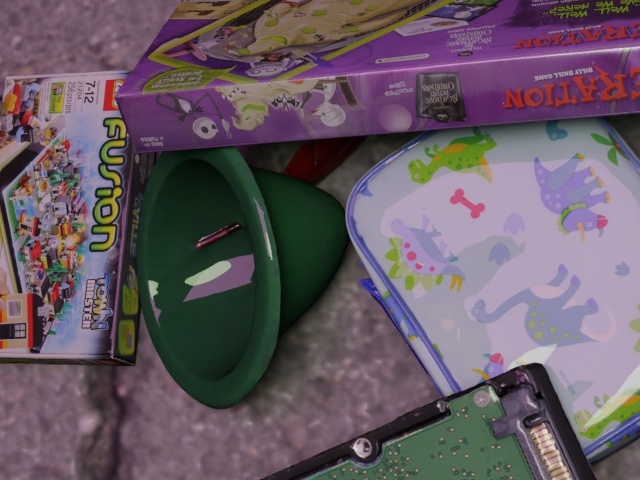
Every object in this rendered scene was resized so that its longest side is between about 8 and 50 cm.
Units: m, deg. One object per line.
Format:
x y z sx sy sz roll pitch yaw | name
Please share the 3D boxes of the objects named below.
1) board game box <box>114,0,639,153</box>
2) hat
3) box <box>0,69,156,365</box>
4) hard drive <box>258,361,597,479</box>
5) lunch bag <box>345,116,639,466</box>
0.070 -0.136 0.726 0.346 0.056 0.208 -2 31 18 | board game box
0.000 0.000 0.787 0.173 0.183 0.208 60 140 29 | hat
-0.179 -0.017 0.841 0.114 0.036 0.207 -1 75 17 | box
0.015 0.238 0.653 0.339 0.064 0.237 -28 79 21 | hard drive
0.127 0.022 0.704 0.176 0.090 0.219 -35 69 6 | lunch bag
